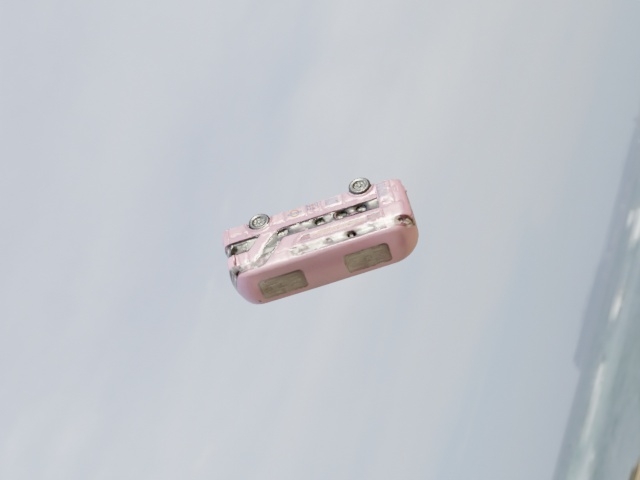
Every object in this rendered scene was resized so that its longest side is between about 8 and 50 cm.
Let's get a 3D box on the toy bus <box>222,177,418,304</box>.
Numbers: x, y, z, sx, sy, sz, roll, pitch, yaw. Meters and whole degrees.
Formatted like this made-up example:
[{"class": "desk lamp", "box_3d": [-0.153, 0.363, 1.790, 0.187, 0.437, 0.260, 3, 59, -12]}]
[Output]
[{"class": "toy bus", "box_3d": [0.000, 0.000, 1.085, 0.063, 0.203, 0.090, 68, -173, -46]}]
